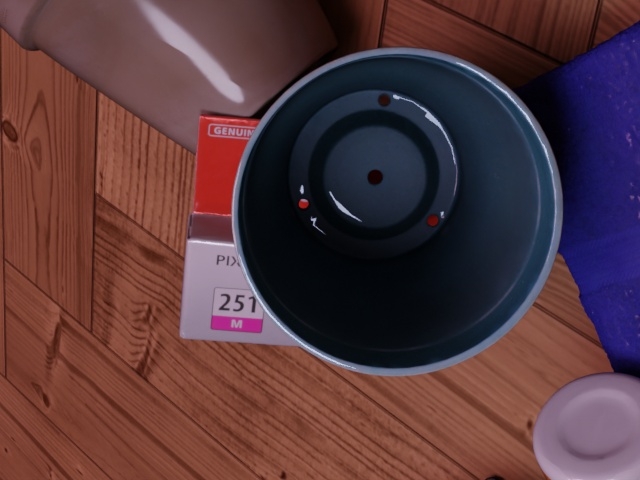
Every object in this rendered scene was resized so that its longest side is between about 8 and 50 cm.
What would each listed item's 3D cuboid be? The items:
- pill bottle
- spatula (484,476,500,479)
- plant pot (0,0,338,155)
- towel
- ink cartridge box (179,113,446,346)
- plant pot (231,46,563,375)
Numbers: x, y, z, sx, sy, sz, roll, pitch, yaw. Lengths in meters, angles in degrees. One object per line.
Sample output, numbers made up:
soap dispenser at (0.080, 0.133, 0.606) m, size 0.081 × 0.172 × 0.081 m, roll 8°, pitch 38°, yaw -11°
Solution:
pill bottle at (0.275, 0.225, 1.199) m, size 0.121 × 0.121 × 0.216 m, roll 22°, pitch 152°, yaw 43°
spatula at (0.138, 0.357, 1.546) m, size 0.084 × 0.030 × 0.296 m, roll 51°, pitch 138°, yaw 20°
plant pot at (-0.142, -0.246, 1.406) m, size 0.280 × 0.323 × 0.323 m, roll 49°, pitch 140°, yaw -1°
towel at (0.298, -0.026, 1.149) m, size 0.228 × 0.076 × 0.308 m, roll -25°, pitch 89°, yaw 48°
ink cartridge box at (0.000, 0.000, 1.372) m, size 0.060 × 0.275 × 0.239 m, roll -94°, pitch 10°, yaw -56°
plant pot at (0.059, -0.041, 1.212) m, size 0.255 × 0.272 × 0.271 m, roll -101°, pitch -3°, yaw -80°
